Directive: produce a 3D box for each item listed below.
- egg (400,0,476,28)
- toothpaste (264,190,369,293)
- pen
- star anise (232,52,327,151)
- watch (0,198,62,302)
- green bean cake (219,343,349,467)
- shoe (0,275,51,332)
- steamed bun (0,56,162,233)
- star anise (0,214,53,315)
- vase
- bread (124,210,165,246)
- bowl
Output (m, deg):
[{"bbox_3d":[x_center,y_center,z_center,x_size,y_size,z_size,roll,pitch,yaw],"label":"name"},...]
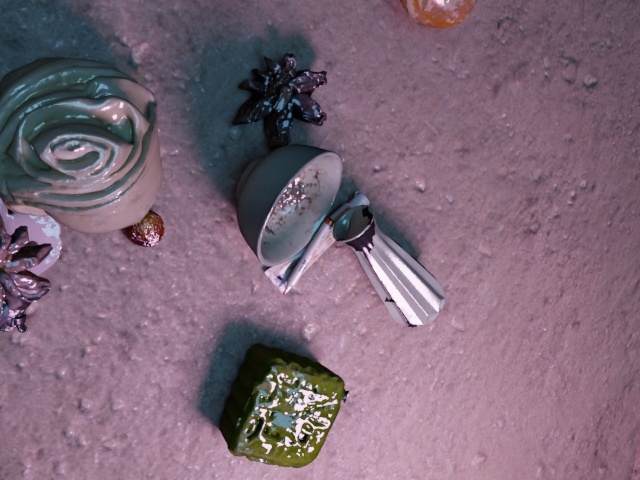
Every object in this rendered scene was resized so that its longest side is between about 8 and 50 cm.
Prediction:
[{"bbox_3d":[0.283,-0.617,1.364,0.233,0.195,0.195,36,81,-28],"label":"egg"},{"bbox_3d":[0.000,0.000,1.399,0.314,0.056,0.058,-43,72,-10],"label":"toothpaste"},{"bbox_3d":[-0.031,0.039,1.359,0.026,0.026,0.218,30,95,-28],"label":"pen"},{"bbox_3d":[-0.080,-0.311,1.278,0.214,0.099,0.220,18,90,-20],"label":"star anise"},{"bbox_3d":[-0.588,0.016,0.991,0.244,0.231,0.196,11,91,-26],"label":"watch"},{"bbox_3d":[-0.091,0.402,1.360,0.246,0.156,0.250,25,87,-27],"label":"green bean cake"},{"bbox_3d":[-0.599,0.138,1.099,0.169,0.071,0.100,-24,112,-18],"label":"shoe"},{"bbox_3d":[-0.424,-0.185,1.019,0.309,0.219,0.325,14,74,-28],"label":"steamed bun"},{"bbox_3d":[-0.508,0.046,0.875,0.195,0.065,0.183,-44,135,-32],"label":"star anise"},{"bbox_3d":[0.173,0.071,1.422,0.165,0.165,0.360,-50,123,-12],"label":"vase"},{"bbox_3d":[-0.372,-0.025,1.196,0.084,0.053,0.085,-5,101,-27],"label":"bread"},{"bbox_3d":[-0.091,-0.101,1.253,0.289,0.146,0.289,-47,159,-24],"label":"bowl"}]
